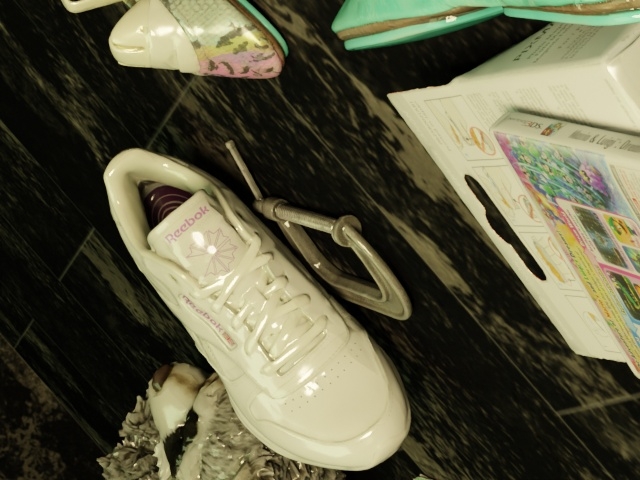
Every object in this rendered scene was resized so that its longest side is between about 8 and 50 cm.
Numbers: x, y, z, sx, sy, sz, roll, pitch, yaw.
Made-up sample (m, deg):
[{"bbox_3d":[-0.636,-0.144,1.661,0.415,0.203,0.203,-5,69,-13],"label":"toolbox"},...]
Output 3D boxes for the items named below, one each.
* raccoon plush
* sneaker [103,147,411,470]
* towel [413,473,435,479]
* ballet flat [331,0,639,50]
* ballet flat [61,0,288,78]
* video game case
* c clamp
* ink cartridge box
[{"bbox_3d":[0.011,0.238,1.511,0.446,0.216,0.299,25,158,-28],"label":"raccoon plush"},{"bbox_3d":[-0.060,0.050,1.213,0.305,0.114,0.152,44,175,24],"label":"sneaker"},{"bbox_3d":[0.141,0.267,1.398,0.152,0.023,0.113,56,161,-22],"label":"towel"},{"bbox_3d":[0.075,-0.130,0.699,0.247,0.083,0.087,6,110,64],"label":"ballet flat"},{"bbox_3d":[-0.121,-0.161,1.048,0.221,0.079,0.077,44,160,13],"label":"ballet flat"},{"bbox_3d":[0.151,0.016,0.718,0.157,0.019,0.143,55,165,-24],"label":"video game case"},{"bbox_3d":[0.000,0.000,1.185,0.161,0.022,0.137,23,148,54],"label":"c clamp"},{"bbox_3d":[0.144,-0.019,0.790,0.189,0.066,0.232,53,169,-14],"label":"ink cartridge box"}]
